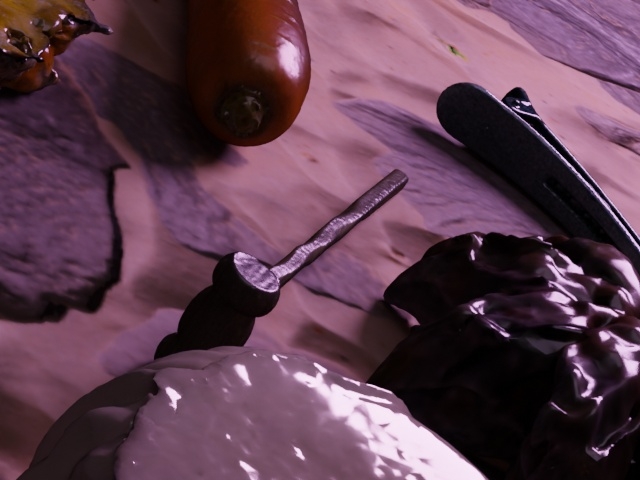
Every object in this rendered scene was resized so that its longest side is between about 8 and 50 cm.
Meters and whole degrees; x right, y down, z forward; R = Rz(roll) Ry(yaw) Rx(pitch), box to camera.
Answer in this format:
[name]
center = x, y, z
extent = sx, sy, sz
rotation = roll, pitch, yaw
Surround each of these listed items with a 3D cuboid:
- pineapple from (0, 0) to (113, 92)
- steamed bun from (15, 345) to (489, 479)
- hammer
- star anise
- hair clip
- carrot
[pineapple]
center = -0.196, -0.129, 0.757
extent = 0.221, 0.047, 0.221
rotation = 22, 30, -14
[steamed bun]
center = -0.015, 0.117, 0.476
extent = 0.183, 0.106, 0.183
rotation = 22, 31, -14
[hammer]
center = 0.000, 0.000, 0.755
extent = 0.029, 0.058, 0.292
rotation = 41, 23, 4
[star anise]
center = 0.143, 0.069, 0.731
extent = 0.223, 0.109, 0.236
rotation = 8, 34, -47
[hair clip]
center = 0.158, -0.010, 0.945
extent = 0.070, 0.039, 0.229
rotation = 0, 43, -49
[carrot]
center = -0.042, -0.119, 0.878
extent = 0.067, 0.067, 0.225
rotation = 23, 27, -19
